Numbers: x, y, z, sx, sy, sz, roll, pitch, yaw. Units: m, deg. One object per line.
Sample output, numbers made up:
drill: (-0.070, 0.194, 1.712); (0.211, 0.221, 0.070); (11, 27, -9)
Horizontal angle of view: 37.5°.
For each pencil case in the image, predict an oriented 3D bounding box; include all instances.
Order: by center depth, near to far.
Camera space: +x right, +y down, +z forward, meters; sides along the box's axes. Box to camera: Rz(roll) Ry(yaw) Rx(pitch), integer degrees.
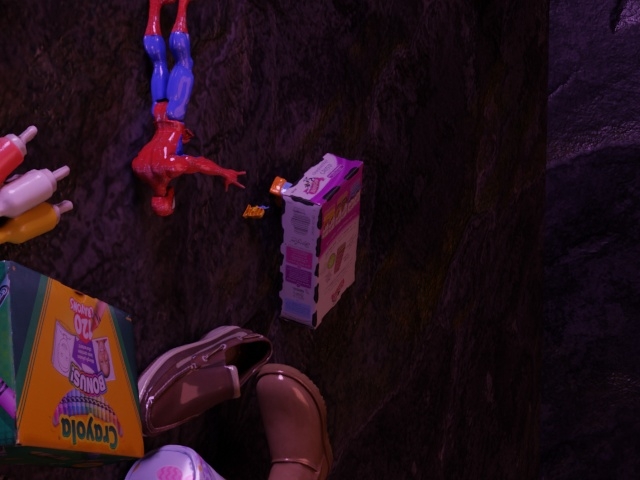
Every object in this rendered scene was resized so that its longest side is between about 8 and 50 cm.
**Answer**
pencil case: (-0.158, 0.377, 1.266); (0.124, 0.113, 0.273); (-39, 138, -8)

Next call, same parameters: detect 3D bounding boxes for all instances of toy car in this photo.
toy car: (-0.068, -0.050, 1.450); (0.122, 0.040, 0.060); (-53, 138, -46)

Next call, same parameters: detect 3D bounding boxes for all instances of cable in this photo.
cable: (-0.352, -0.008, 0.889); (0.287, 0.072, 0.139); (-56, 137, -43)

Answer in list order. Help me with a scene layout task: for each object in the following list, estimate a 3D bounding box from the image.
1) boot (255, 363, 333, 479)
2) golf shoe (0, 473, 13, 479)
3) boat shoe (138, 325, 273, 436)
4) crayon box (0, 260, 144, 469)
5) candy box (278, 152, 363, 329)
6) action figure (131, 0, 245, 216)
boot: (-0.056, 0.334, 1.247); (0.269, 0.089, 0.236); (-67, 143, -50)
golf shoe: (-0.376, 0.235, 0.850); (0.120, 0.105, 0.273); (-65, 146, -23)
boat shoe: (-0.152, 0.182, 1.266); (0.257, 0.095, 0.095); (-39, 127, -54)
crayon box: (-0.271, 0.136, 0.939); (0.278, 0.081, 0.165); (50, 29, -71)
candy box: (0.000, 0.000, 1.502); (0.159, 0.071, 0.233); (-46, 146, -50)
action figure: (-0.165, -0.165, 1.196); (0.139, 0.091, 0.280); (12, 83, -53)
